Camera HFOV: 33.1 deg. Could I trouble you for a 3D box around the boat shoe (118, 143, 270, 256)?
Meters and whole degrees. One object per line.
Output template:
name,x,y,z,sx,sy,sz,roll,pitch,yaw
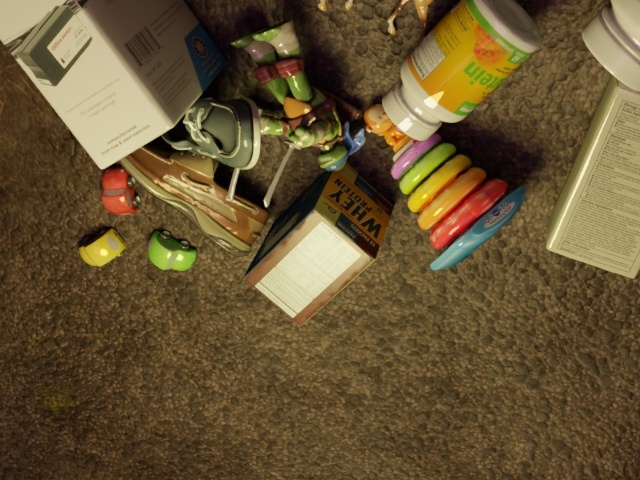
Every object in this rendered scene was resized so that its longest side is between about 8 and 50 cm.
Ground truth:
boat shoe,-0.232,-0.106,1.940,0.324,0.122,0.120,39,92,-12

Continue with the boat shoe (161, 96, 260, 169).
boat shoe,-0.182,-0.178,1.765,0.099,0.319,0.116,-3,100,-23

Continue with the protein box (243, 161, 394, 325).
protein box,0.000,0.000,1.876,0.136,0.200,0.201,41,121,-10

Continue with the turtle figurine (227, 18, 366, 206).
turtle figurine,-0.078,-0.207,1.768,0.275,0.198,0.266,-21,103,5

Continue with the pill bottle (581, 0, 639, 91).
pill bottle,0.523,-0.359,1.547,0.160,0.160,0.283,38,121,-8

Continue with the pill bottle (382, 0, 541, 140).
pill bottle,0.213,-0.272,1.684,0.136,0.136,0.246,40,122,-10

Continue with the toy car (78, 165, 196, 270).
toy car,-0.345,-0.003,2.055,0.225,0.053,0.239,27,123,-1

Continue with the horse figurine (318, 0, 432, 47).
horse figurine,0.104,-0.411,1.688,0.263,0.066,0.174,25,130,-3

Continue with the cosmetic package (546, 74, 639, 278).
cosmetic package,0.491,-0.109,1.732,0.160,0.113,0.309,20,122,3

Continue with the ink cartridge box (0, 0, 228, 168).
ink cartridge box,-0.360,-0.359,1.713,0.166,0.285,0.395,-26,109,27

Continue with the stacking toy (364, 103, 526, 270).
stacking toy,0.182,-0.117,1.802,0.302,0.175,0.166,50,156,6
